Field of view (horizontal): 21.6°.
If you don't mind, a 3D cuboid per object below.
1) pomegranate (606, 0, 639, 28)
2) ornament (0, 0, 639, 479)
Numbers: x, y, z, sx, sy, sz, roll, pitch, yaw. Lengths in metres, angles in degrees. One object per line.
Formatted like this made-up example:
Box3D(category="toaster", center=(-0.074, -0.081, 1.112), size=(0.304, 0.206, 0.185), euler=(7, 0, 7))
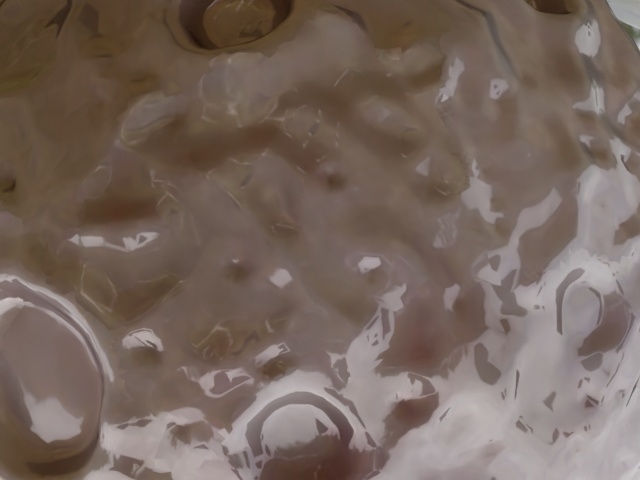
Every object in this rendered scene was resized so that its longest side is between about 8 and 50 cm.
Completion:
Box3D(category="pomegranate", center=(0.192, -0.160, 0.706), size=(0.220, 0.156, 0.156), euler=(7, -152, 31))
Box3D(category="ornament", center=(0.000, 0.000, 0.516), size=(0.225, 0.259, 0.259), euler=(-31, -166, 14))
